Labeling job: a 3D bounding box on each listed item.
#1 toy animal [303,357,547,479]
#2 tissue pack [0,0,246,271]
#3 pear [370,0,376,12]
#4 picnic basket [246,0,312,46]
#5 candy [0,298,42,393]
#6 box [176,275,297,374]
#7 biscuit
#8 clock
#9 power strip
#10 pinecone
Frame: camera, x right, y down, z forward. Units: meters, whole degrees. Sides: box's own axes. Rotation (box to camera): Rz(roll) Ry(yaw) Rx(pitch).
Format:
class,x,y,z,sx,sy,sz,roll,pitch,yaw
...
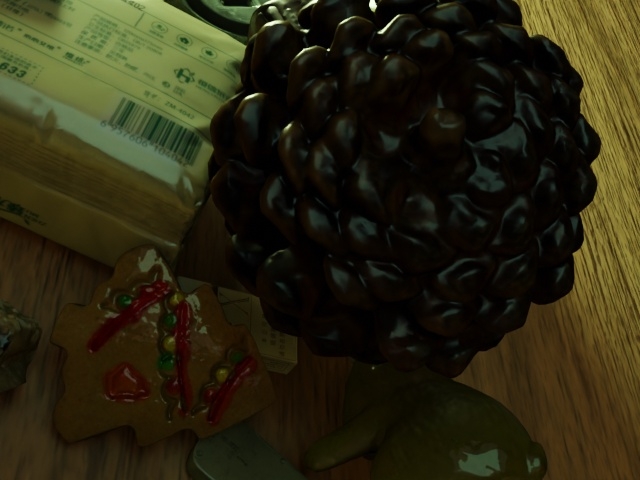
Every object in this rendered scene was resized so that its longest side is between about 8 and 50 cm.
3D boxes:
class,x,y,z,sx,sy,sz,roll,pitch,yaw
toy animal,0.091,0.210,0.833,0.181,0.180,0.363,37,-1,-28
tissue pack,-0.283,-0.165,0.852,0.380,0.207,0.297,27,49,-10
pear,0.158,-0.221,1.123,0.287,0.287,0.375,-6,74,-34
picnic basket,-0.015,-0.202,1.007,0.129,0.297,0.222,-24,70,-21
candy,-0.326,0.095,0.708,0.110,0.095,0.085,29,4,5
box,-0.104,0.101,0.872,0.154,0.040,0.084,16,51,-21
biscuit,-0.155,0.124,0.758,0.238,0.041,0.212,22,75,-9
clock,-0.152,-0.397,1.219,0.226,0.049,0.226,17,48,-20
power strip,-0.046,0.276,0.780,0.227,0.029,0.080,41,44,4
pinecone,0.072,-0.052,0.759,0.397,0.398,0.398,16,50,-20
